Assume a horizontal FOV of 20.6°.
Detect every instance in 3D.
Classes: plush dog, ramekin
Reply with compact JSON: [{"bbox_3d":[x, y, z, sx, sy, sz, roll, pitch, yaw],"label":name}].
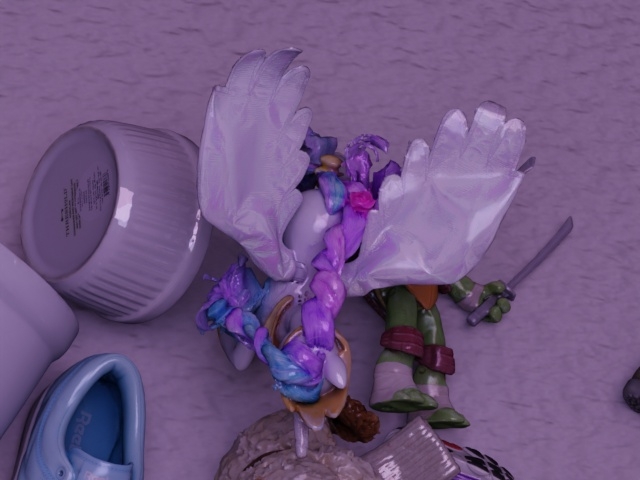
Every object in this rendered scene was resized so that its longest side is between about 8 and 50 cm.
[{"bbox_3d":[-0.034,0.256,1.715,0.262,0.225,0.210,-38,120,5],"label":"plush dog"},{"bbox_3d":[-0.214,-0.026,1.789,0.109,0.207,0.207,19,65,-42],"label":"ramekin"}]

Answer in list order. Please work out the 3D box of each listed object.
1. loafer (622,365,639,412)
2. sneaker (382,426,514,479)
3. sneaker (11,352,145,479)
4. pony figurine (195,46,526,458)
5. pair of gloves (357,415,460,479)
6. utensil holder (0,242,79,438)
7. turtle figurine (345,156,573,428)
[{"bbox_3d":[0.455,0.180,1.894,0.251,0.094,0.087,23,74,-1],"label":"loafer"},{"bbox_3d":[0.138,0.253,1.848,0.170,0.068,0.071,22,102,-7],"label":"sneaker"},{"bbox_3d":[-0.244,0.270,1.690,0.135,0.150,0.366,14,59,-20],"label":"sneaker"},{"bbox_3d":[0.000,0.000,1.683,0.303,0.363,0.351,14,98,-12],"label":"pony figurine"},{"bbox_3d":[0.079,0.324,1.769,0.204,0.042,0.240,-32,75,14],"label":"pair of gloves"},{"bbox_3d":[-0.467,0.154,1.645,0.327,0.327,0.385,31,73,2],"label":"utensil holder"},{"bbox_3d":[0.145,0.054,1.835,0.275,0.198,0.266,5,73,-3],"label":"turtle figurine"}]
